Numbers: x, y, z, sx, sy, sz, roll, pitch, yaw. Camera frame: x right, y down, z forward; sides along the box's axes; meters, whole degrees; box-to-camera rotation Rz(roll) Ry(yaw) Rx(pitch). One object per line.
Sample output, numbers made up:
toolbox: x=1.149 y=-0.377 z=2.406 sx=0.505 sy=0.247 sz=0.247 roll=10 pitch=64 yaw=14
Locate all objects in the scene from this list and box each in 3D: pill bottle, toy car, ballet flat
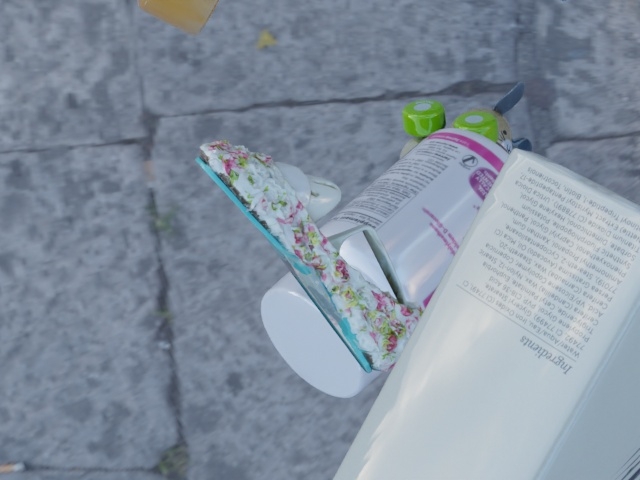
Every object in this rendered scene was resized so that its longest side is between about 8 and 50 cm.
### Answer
pill bottle: x=0.082 y=0.022 z=1.470 sx=0.160 sy=0.283 sz=0.160 roll=33 pitch=147 yaw=25
toy car: x=0.202 y=-0.110 z=1.741 sx=0.149 sy=0.188 sz=0.155 roll=18 pitch=128 yaw=39
ballet flat: x=0.000 y=0.000 z=1.133 sx=0.077 sy=0.091 sz=0.241 roll=-39 pitch=109 yaw=-2

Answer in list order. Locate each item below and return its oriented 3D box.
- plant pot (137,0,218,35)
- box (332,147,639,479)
plant pot: x=-0.149 y=-0.303 z=1.205 sx=0.187 sy=0.205 sz=0.205 roll=23 pitch=106 yaw=-12
box: x=0.092 y=0.104 z=0.714 sx=0.113 sy=0.094 sz=0.275 roll=36 pitch=100 yaw=43
